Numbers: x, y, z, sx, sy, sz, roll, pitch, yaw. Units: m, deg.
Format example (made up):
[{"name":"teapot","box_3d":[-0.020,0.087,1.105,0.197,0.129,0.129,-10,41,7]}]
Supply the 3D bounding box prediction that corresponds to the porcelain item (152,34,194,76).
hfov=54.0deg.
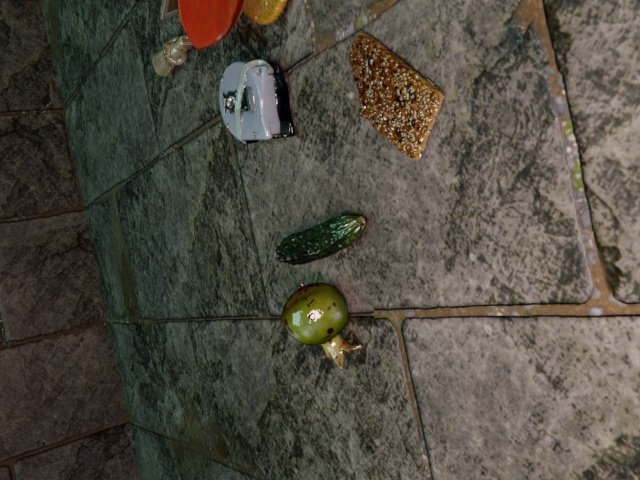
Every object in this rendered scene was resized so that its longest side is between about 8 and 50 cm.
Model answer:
[{"name":"porcelain item","box_3d":[-0.402,-0.516,1.726,0.213,0.054,0.084,-7,96,55]}]

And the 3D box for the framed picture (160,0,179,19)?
[{"name":"framed picture","box_3d":[-0.253,-0.619,1.348,0.017,0.217,0.274,37,134,8]}]

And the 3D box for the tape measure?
[{"name":"tape measure","box_3d":[-0.146,-0.303,1.372,0.181,0.107,0.181,-2,101,49]}]

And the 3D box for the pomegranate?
[{"name":"pomegranate","box_3d":[0.004,0.162,1.282,0.169,0.148,0.148,44,150,-17]}]

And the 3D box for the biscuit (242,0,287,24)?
[{"name":"biscuit","box_3d":[-0.121,-0.582,1.309,0.254,0.035,0.253,24,120,50]}]

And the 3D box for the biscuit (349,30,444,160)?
[{"name":"biscuit","box_3d":[0.112,-0.251,1.076,0.237,0.026,0.131,49,135,35]}]

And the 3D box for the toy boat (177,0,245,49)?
[{"name":"toy boat","box_3d":[-0.220,-0.552,1.318,0.331,0.145,0.133,119,164,-48]}]

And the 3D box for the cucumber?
[{"name":"cucumber","box_3d":[0.000,0.002,1.275,0.265,0.077,0.077,-19,84,57]}]
